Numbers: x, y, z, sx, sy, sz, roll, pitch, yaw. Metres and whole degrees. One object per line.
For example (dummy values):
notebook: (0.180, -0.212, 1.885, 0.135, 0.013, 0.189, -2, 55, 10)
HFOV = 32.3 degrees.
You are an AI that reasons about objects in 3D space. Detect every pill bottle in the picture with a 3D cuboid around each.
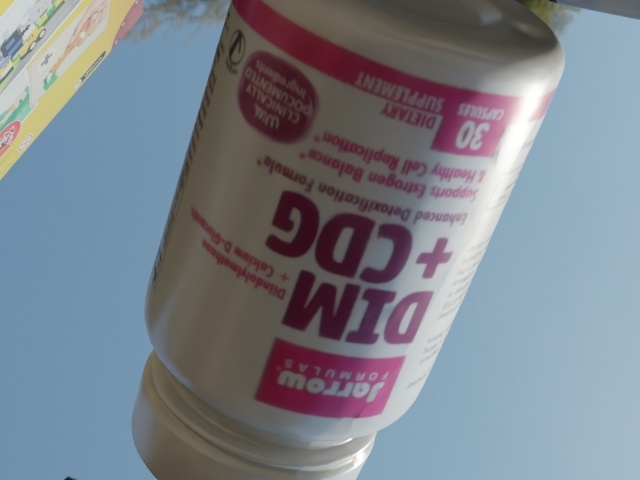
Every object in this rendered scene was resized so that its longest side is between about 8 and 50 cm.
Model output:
pill bottle: (0.000, 0.000, 0.575, 0.160, 0.283, 0.160, 16, -154, -8)

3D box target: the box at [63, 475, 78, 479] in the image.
box: (-0.115, 0.264, 0.624, 0.153, 0.207, 0.108, 20, -156, 9)

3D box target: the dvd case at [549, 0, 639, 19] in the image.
dvd case: (0.287, -0.219, 0.732, 0.253, 0.180, 0.022, 16, -139, 19)

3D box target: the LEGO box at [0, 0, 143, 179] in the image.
LEGO box: (-0.365, -0.151, 0.910, 0.193, 0.372, 0.500, 36, -108, 1)
